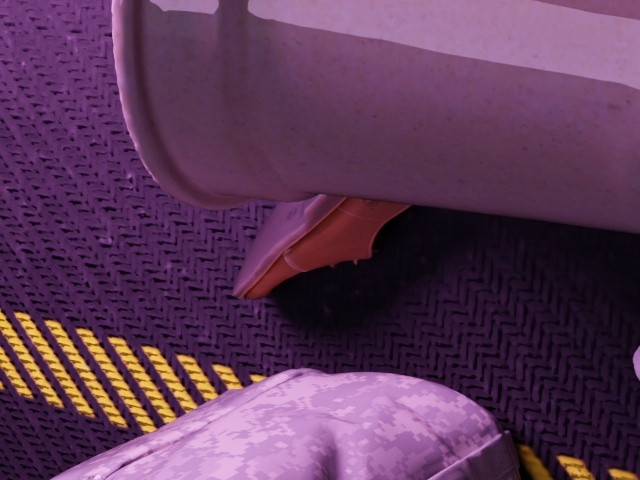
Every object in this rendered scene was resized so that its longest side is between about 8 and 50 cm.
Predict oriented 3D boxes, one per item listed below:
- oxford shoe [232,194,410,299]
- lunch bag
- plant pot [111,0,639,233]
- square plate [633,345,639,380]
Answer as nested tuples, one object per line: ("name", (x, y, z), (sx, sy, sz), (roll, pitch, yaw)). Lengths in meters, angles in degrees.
("oxford shoe", (0.000, 0.000, 1.209), (0.076, 0.076, 0.212), (31, 142, -17))
("lunch bag", (-0.029, 0.215, 1.139), (0.256, 0.305, 0.212), (-22, 89, 43))
("plant pot", (0.097, -0.141, 0.944), (0.305, 0.334, 0.333), (17, 114, 23))
("square plate", (0.381, 0.093, 0.917), (0.347, 0.049, 0.344), (50, 127, 21))
